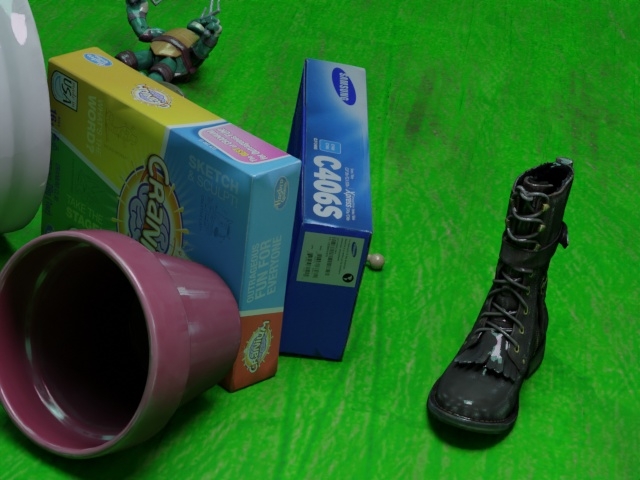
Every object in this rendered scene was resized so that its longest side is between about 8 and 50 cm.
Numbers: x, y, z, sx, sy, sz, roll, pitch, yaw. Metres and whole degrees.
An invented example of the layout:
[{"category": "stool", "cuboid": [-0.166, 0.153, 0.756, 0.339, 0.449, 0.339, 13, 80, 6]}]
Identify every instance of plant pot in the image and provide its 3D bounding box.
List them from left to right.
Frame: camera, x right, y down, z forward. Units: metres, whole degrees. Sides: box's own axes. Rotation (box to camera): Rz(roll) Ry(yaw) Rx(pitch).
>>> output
[{"category": "plant pot", "cuboid": [-0.175, 0.087, 1.521, 0.201, 0.201, 0.180, 24, 15, 28]}]

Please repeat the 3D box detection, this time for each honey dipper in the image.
[{"category": "honey dipper", "cuboid": [0.000, 0.000, 1.902, 0.161, 0.030, 0.030, 23, 30, 19]}]

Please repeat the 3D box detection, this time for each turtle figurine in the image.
[{"category": "turtle figurine", "cuboid": [-0.205, -0.271, 2.273, 0.175, 0.118, 0.234, 8, 39, 33]}]

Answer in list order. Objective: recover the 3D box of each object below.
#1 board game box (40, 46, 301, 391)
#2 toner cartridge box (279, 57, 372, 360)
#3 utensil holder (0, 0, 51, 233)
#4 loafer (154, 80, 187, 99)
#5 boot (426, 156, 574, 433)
[{"category": "board game box", "cuboid": [-0.160, -0.027, 1.671, 0.064, 0.242, 0.316, -20, 38, -41]}, {"category": "toner cartridge box", "cuboid": [0.002, -0.042, 1.789, 0.075, 0.165, 0.348, 10, 34, -6]}, {"category": "utensil holder", "cuboid": [-0.518, -0.138, 1.701, 0.385, 0.327, 0.327, -11, 33, -29]}, {"category": "loafer", "cuboid": [-0.243, -0.179, 2.154, 0.148, 0.056, 0.050, 8, 26, 22]}, {"category": "boot", "cuboid": [0.184, 0.046, 1.639, 0.091, 0.229, 0.263, 16, 28, 15]}]
